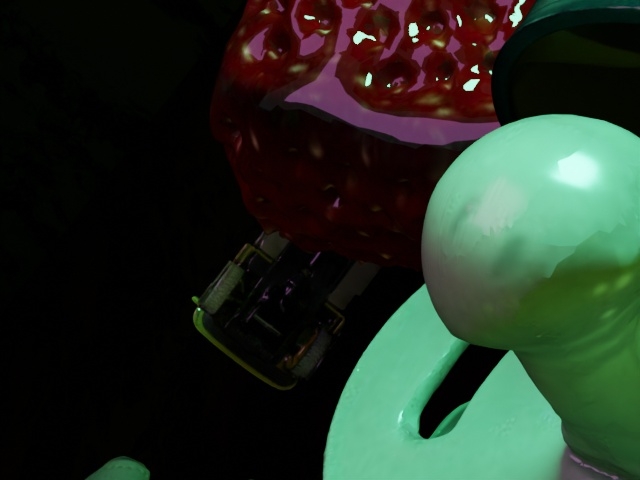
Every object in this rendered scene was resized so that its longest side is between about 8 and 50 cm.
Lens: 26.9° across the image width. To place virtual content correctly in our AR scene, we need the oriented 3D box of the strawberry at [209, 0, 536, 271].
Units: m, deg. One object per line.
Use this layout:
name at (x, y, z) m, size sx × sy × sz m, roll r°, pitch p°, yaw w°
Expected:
strawberry at (0.108, -0.100, 0.975) m, size 0.317 × 0.295 × 0.345 m, roll -25°, pitch 33°, yaw -22°

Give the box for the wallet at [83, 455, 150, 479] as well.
wallet at (-0.295, 0.392, 1.311) m, size 0.252 × 0.083 × 0.360 m, roll -33°, pitch 25°, yaw 34°

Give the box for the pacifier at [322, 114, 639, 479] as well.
pacifier at (0.113, 0.069, 0.530) m, size 0.343 × 0.269 × 0.288 m, roll 16°, pitch 61°, yaw 47°

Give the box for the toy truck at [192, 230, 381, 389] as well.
toy truck at (0.000, 0.000, 1.230) m, size 0.272 × 0.124 × 0.157 m, roll -53°, pitch 3°, yaw -7°

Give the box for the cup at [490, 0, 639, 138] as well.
cup at (0.272, -0.125, 0.695) m, size 0.242 × 0.308 × 0.292 m, roll 18°, pitch 68°, yaw 37°
